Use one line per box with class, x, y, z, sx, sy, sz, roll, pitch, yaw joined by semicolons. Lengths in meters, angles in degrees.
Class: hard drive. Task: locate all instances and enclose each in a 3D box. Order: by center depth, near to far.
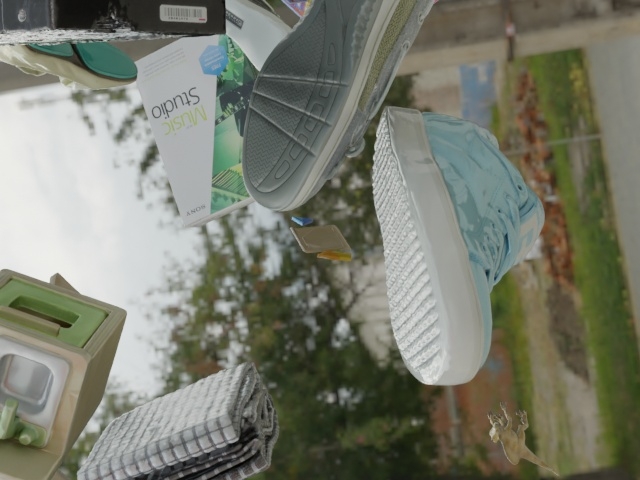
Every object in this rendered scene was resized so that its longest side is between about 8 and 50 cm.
hard drive;-0.297;-0.234;1.193;0.237;0.339;0.064;-11;-79;-52

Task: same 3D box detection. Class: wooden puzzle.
wooden puzzle;0.000;0.000;1.642;0.116;0.078;0.014;-111;26;-58

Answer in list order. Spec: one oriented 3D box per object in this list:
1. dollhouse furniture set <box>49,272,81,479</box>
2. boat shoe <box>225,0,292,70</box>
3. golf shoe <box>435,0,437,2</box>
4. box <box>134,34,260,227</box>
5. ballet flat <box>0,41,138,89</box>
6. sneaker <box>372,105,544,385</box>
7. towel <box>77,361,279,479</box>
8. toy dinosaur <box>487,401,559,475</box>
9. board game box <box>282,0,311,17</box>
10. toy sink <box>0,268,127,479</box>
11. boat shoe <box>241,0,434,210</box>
dollhouse furniture set;-0.508;0.324;1.989;0.256;0.362;0.394;49;-169;-24
boat shoe;-0.087;-0.304;1.640;0.070;0.219;0.078;-31;-22;-52
golf shoe;0.095;-0.445;1.547;0.306;0.140;0.115;54;154;12
box;-0.188;-0.211;2.082;0.058;0.232;0.322;-6;-106;-66
ballet flat;-0.383;-0.268;1.743;0.248;0.086;0.086;15;-116;-53
sneaker;0.134;-0.013;1.029;0.366;0.150;0.135;-94;8;-53
towel;-0.179;0.284;1.601;0.284;0.235;0.121;-87;-26;-81
toy dinosaur;0.307;0.317;1.862;0.183;0.053;0.093;36;-141;-38
board game box;-0.039;-0.324;1.277;0.169;0.033;0.133;49;133;41
toy sink;-0.311;0.134;1.215;0.234;0.152;0.131;-69;-2;-73
boat shoe;0.032;-0.169;1.060;0.103;0.118;0.320;18;-83;-46
